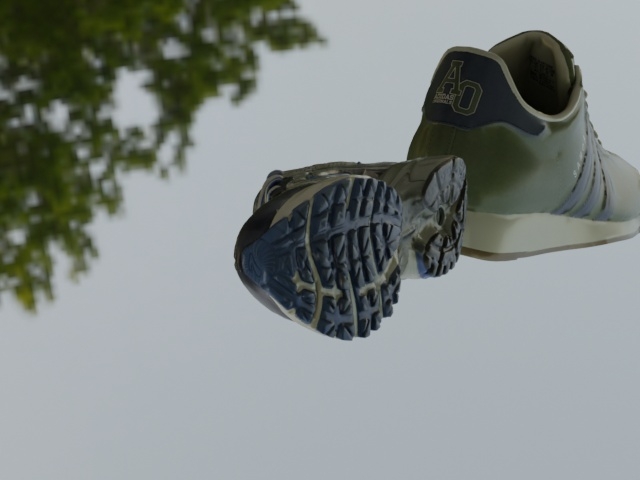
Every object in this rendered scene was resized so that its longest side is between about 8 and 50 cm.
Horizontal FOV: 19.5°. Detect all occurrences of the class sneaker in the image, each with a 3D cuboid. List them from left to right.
[{"bbox_3d":[0.000,0.000,0.606,0.058,0.052,0.135,5,-172,25],"label":"sneaker"},{"bbox_3d":[0.094,-0.044,0.776,0.064,0.086,0.192,13,-169,28],"label":"sneaker"}]
